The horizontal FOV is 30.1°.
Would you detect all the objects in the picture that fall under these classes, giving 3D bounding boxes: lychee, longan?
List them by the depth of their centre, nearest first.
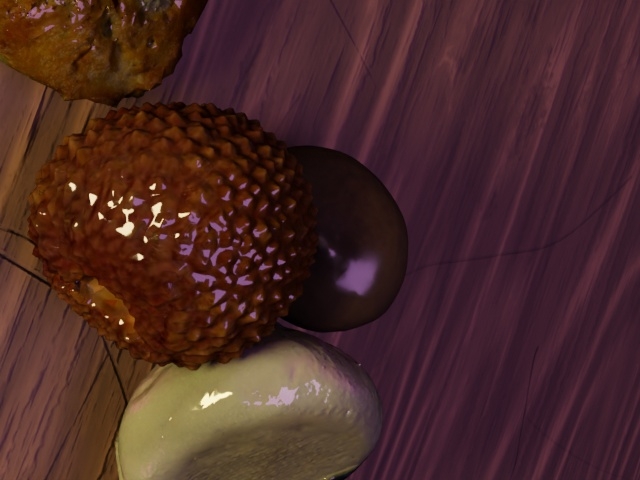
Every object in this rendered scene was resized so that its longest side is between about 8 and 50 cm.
[{"bbox_3d":[-0.130,-0.018,1.135,0.267,0.267,0.267,-19,117,-43],"label":"lychee"},{"bbox_3d":[0.000,0.000,1.316,0.196,0.220,0.196,-36,164,-12],"label":"longan"}]

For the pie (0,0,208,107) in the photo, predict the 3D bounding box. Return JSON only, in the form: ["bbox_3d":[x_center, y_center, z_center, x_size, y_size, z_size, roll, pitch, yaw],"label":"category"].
[{"bbox_3d":[-0.214,-0.287,1.056,0.288,0.103,0.354,-45,137,-28],"label":"pie"}]

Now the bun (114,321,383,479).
[{"bbox_3d":[-0.089,0.176,1.285,0.293,0.187,0.293,-16,143,-12],"label":"bun"}]
